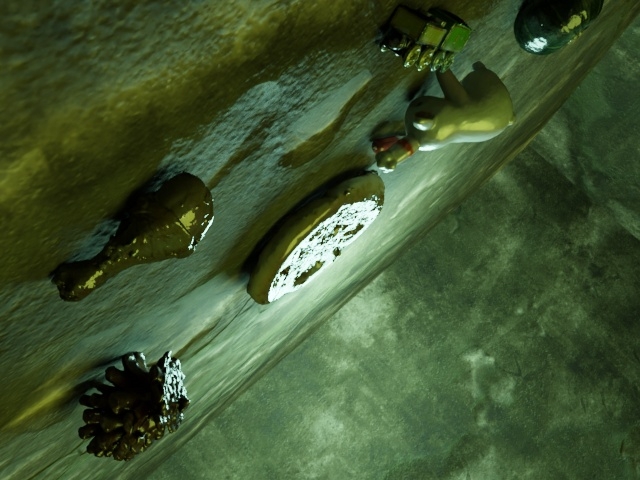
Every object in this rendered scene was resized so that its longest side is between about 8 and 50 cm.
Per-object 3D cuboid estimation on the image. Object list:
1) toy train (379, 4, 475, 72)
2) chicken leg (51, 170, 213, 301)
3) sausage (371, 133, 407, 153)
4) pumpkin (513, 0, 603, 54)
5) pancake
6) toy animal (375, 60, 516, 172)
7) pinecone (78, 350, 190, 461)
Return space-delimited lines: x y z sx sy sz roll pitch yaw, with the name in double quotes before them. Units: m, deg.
"toy train" 0.152 -0.283 0.741 0.202 0.060 0.081 -23 149 -56
"chicken leg" -0.200 0.005 0.577 0.198 0.069 0.085 -36 164 -5
"sausage" 0.164 -0.199 1.084 0.034 0.034 0.253 -52 164 29
"pumpkin" 0.452 -0.433 1.013 0.167 0.125 0.167 -39 166 -11
"pancake" -0.001 -0.001 1.125 0.382 0.071 0.382 -40 166 -12
"toy animal" 0.216 -0.230 0.975 0.283 0.138 0.140 -15 148 -18
"pinecone" -0.309 0.274 0.885 0.195 0.150 0.179 -42 167 -8
